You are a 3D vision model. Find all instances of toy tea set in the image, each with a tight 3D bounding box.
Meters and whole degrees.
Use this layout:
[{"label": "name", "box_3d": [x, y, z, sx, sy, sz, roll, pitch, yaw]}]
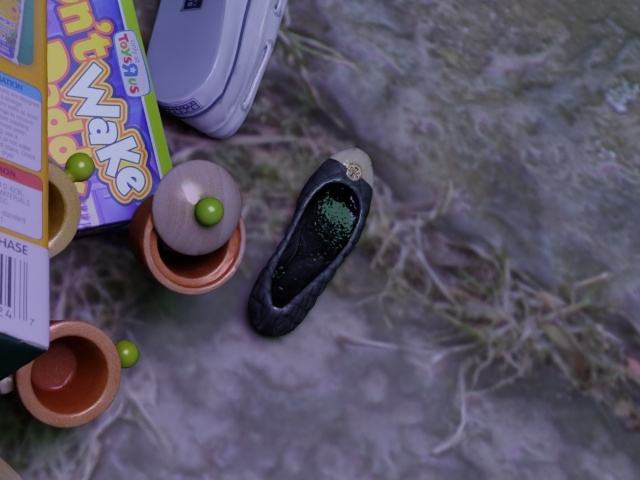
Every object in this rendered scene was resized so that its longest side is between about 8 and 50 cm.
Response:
[{"label": "toy tea set", "box_3d": [-0.190, 0.054, 1.176, 0.336, 0.124, 0.200, -47, 113, -13]}]

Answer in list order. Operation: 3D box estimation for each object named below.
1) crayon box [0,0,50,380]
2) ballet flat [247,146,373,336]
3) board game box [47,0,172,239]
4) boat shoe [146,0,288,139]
[{"label": "crayon box", "box_3d": [-0.265, -0.088, 1.083, 0.203, 0.083, 0.323, 22, 51, -37]}, {"label": "ballet flat", "box_3d": [0.000, 0.000, 1.367, 0.057, 0.049, 0.173, 31, 63, -8]}, {"label": "board game box", "box_3d": [-0.255, -0.161, 1.281, 0.233, 0.078, 0.347, -13, 87, -24]}, {"label": "boat shoe", "box_3d": [-0.066, -0.202, 1.401, 0.084, 0.095, 0.258, 40, 63, -51]}]
